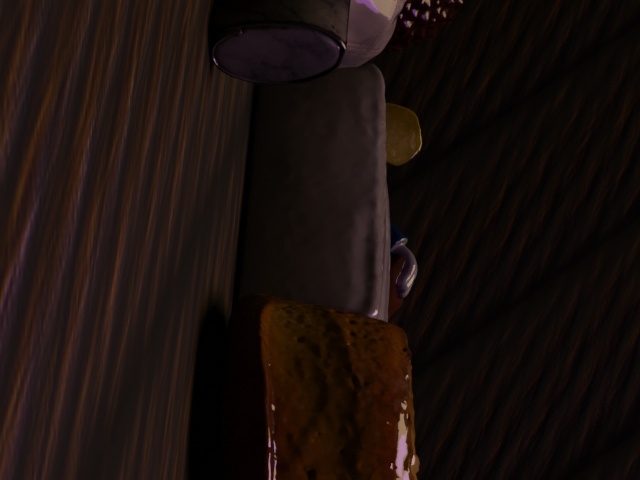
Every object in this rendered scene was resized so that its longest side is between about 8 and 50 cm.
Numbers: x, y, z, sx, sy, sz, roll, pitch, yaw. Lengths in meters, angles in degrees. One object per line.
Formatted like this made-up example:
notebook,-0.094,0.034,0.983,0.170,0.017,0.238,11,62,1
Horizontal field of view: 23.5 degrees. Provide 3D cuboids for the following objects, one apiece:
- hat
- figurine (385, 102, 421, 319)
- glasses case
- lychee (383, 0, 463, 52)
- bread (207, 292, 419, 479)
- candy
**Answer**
hat,0.010,-0.293,1.663,0.275,0.161,0.232,66,21,-74
figurine,0.046,-0.024,2.120,0.283,0.204,0.338,66,-10,-1
glasses case,-0.026,-0.242,1.354,0.299,0.114,0.060,-86,176,-51
lychee,0.084,-0.385,2.063,0.300,0.264,0.264,-54,150,-50
bread,-0.006,0.190,1.297,0.312,0.172,0.312,0,90,-89
candy,-0.002,0.001,1.595,0.208,0.145,0.358,85,6,-53
